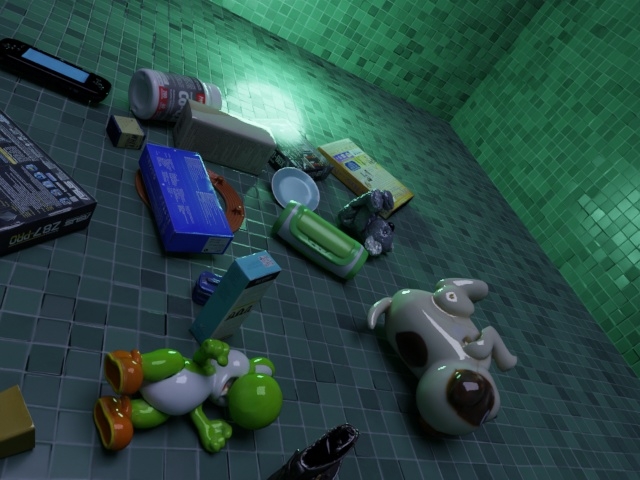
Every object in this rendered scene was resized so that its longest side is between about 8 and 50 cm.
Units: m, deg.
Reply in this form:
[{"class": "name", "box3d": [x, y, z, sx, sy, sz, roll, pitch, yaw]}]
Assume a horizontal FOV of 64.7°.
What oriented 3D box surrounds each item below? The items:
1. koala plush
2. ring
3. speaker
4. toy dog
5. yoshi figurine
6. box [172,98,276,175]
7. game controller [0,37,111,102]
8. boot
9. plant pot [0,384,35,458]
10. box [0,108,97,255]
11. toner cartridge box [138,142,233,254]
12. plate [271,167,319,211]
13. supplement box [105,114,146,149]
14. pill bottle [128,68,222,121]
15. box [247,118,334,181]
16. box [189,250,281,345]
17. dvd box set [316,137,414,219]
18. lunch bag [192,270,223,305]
[{"class": "koala plush", "box3d": [0.189, -0.048, 1.832, 0.221, 0.203, 0.196, 65, 24, 6]}, {"class": "ring", "box3d": [-0.376, -0.141, 1.500, 0.337, 0.032, 0.336, 26, 33, -18]}, {"class": "speaker", "box3d": [0.000, 0.000, 1.594, 0.297, 0.131, 0.131, 34, 31, -4]}, {"class": "toy dog", "box3d": [0.342, 0.316, 1.369, 0.396, 0.284, 0.407, 19, 37, -25]}, {"class": "yoshi figurine", "box3d": [-0.212, 0.291, 0.956, 0.362, 0.204, 0.202, 6, 58, -43]}, {"class": "box", "box3d": [-0.323, -0.344, 1.715, 0.311, 0.148, 0.121, 14, 37, -35]}, {"class": "game controller", "box3d": [-0.809, -0.523, 1.547, 0.319, 0.067, 0.166, 21, 35, -25]}, {"class": "boot", "box3d": [0.005, 0.413, 0.948, 0.091, 0.229, 0.263, 49, 34, 20]}, {"class": "plant pot", "box3d": [-0.495, 0.287, 0.774, 0.083, 0.081, 0.081, -18, 60, -40]}, {"class": "box", "box3d": [-0.741, -0.142, 1.081, 0.395, 0.097, 0.318, 41, 30, 8]}, {"class": "toner cartridge box", "box3d": [-0.371, -0.116, 1.372, 0.165, 0.075, 0.347, 7, 42, -40]}, {"class": "plate", "box3d": [-0.091, -0.172, 1.788, 0.188, 0.024, 0.188, 15, 59, -26]}, {"class": "supplement box", "box3d": [-0.582, -0.323, 1.514, 0.083, 0.056, 0.083, -2, 48, -45]}, {"class": "pill bottle", "box3d": [-0.485, -0.482, 1.720, 0.283, 0.161, 0.161, -9, 54, -49]}, {"class": "box", "box3d": [-0.127, -0.356, 1.987, 0.307, 0.076, 0.243, 47, 32, 16]}, {"class": "box", "box3d": [-0.191, 0.132, 1.114, 0.060, 0.244, 0.101, 49, 33, 18]}, {"class": "dvd box set", "box3d": [0.199, -0.283, 2.226, 0.420, 0.062, 0.308, 42, 31, 9]}, {"class": "lunch bag", "box3d": [-0.263, 0.118, 1.234, 0.099, 0.065, 0.067, 23, 34, -22]}]
